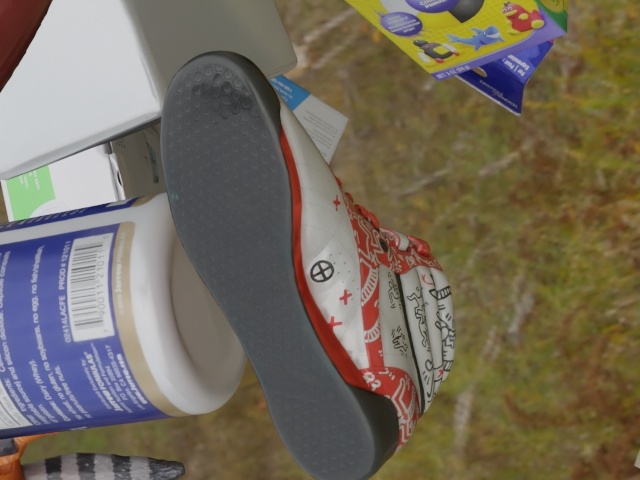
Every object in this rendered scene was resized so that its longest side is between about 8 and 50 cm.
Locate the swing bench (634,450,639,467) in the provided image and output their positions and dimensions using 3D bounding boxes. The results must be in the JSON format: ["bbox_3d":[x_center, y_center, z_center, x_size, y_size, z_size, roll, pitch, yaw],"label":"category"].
[{"bbox_3d":[0.543,0.195,1.846,0.165,0.255,0.253,-175,104,-82],"label":"swing bench"}]

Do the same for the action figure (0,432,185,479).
[{"bbox_3d":[-0.290,0.262,1.315,0.330,0.178,0.341,-6,102,20],"label":"action figure"}]

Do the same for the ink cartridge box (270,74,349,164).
[{"bbox_3d":[-0.122,-0.095,2.293,0.129,0.223,0.307,21,86,40],"label":"ink cartridge box"}]

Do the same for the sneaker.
[{"bbox_3d":[-0.001,0.001,0.950,0.090,0.145,0.270,-14,103,32],"label":"sneaker"}]

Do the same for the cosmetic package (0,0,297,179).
[{"bbox_3d":[-0.205,-0.298,1.147,0.161,0.230,0.453,-19,96,27],"label":"cosmetic package"}]

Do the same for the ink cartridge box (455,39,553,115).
[{"bbox_3d":[0.198,-0.316,1.857,0.069,0.176,0.371,-46,19,41],"label":"ink cartridge box"}]

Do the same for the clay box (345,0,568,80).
[{"bbox_3d":[0.079,-0.213,1.190,0.127,0.222,0.053,-18,54,36],"label":"clay box"}]

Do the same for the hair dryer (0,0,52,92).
[{"bbox_3d":[-0.205,-0.074,0.661,0.080,0.293,0.223,44,-166,-30],"label":"hair dryer"}]

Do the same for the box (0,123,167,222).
[{"bbox_3d":[-0.185,-0.021,1.487,0.127,0.231,0.262,-20,76,21],"label":"box"}]

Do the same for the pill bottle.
[{"bbox_3d":[-0.196,0.059,1.086,0.265,0.153,0.153,-9,99,21],"label":"pill bottle"}]
